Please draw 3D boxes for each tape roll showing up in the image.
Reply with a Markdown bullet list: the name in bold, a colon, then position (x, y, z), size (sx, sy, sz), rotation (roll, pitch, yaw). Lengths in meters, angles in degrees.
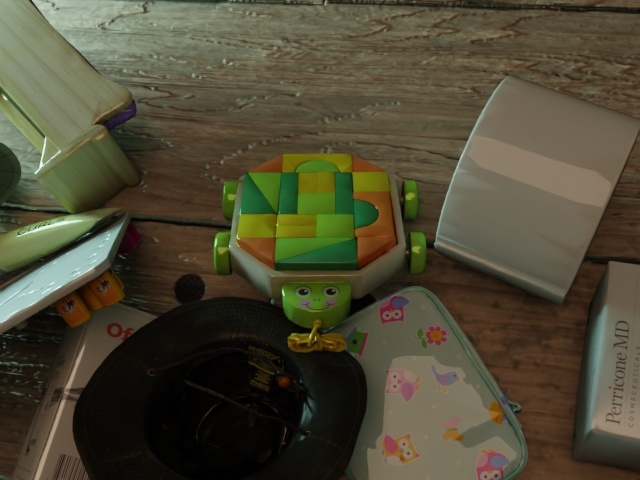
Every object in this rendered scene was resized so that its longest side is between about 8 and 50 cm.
- **tape roll**: position (0.269, -0.062, 0.977), size (0.169, 0.246, 0.246), rotation (23, 75, 17)

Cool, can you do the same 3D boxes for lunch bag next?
- **lunch bag**: position (0.117, 0.210, 0.975), size (0.224, 0.108, 0.279), rotation (-28, 68, -3)

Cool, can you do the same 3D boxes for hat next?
- **hat**: position (-0.110, 0.216, 0.883), size (0.331, 0.134, 0.331), rotation (6, 37, -4)

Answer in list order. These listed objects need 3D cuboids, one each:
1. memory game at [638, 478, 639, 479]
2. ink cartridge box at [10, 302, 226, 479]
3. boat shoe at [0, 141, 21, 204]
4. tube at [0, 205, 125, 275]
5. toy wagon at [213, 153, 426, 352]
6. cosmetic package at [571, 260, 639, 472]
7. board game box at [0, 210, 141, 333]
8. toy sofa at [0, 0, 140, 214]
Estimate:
- **memory game**: position (0.461, 0.329, 0.923), size (0.186, 0.012, 0.186), rotation (-3, 69, 9)
- **ink cartridge box**: position (-0.241, 0.239, 0.970), size (0.207, 0.117, 0.283), rotation (24, 69, -27)
- **boat shoe**: position (-0.573, -0.022, 1.145), size (0.103, 0.118, 0.320), rotation (-7, 42, 47)
- **tube**: position (-0.405, -0.003, 1.149), size (0.240, 0.062, 0.070), rotation (-18, 51, 13)
- **toy wagon**: position (0.000, 0.000, 1.012), size (0.267, 0.068, 0.344), rotation (-1, 37, 0)
- **cosmetic package**: position (0.498, 0.173, 0.893), size (0.385, 0.156, 0.217), rotation (8, 66, 11)
- **board game box**: position (-0.406, 0.107, 0.984), size (0.390, 0.390, 0.050), rotation (-32, 104, -3)
- **toy sofa**: position (-0.422, -0.218, 1.204), size (0.177, 0.150, 0.362), rotation (-42, 69, -12)
